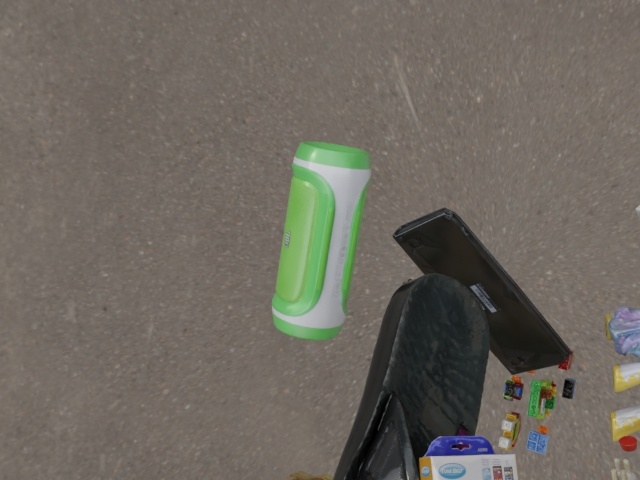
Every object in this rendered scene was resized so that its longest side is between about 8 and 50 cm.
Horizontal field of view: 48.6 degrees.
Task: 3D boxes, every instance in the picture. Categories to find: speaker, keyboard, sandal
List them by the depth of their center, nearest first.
[{"bbox_3d":[0.101,0.230,0.683,0.168,0.107,0.445,26,61,-26],"label":"sandal"},{"bbox_3d":[0.230,0.093,1.113,0.317,0.033,0.202,49,139,-12],"label":"keyboard"},{"bbox_3d":[0.000,0.000,1.114,0.131,0.131,0.296,12,103,14],"label":"speaker"}]

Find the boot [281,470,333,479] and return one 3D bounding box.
[{"bbox_3d":[-0.112,0.545,1.394,0.270,0.236,0.089,-12,83,-29],"label":"boot"}]

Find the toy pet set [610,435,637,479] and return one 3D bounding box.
[{"bbox_3d":[0.294,0.218,0.565,0.122,0.114,0.065,-7,107,40],"label":"toy pet set"}]

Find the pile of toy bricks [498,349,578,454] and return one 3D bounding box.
[{"bbox_3d":[0.389,0.269,1.246,0.118,0.105,0.212,11,93,30],"label":"pile of toy bricks"}]

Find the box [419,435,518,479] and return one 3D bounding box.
[{"bbox_3d":[0.127,0.232,0.587,0.081,0.028,0.136,3,72,-17],"label":"box"}]

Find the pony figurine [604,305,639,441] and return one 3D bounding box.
[{"bbox_3d":[0.649,0.186,1.114,0.364,0.303,0.350,-4,99,17],"label":"pony figurine"}]

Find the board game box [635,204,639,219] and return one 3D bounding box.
[{"bbox_3d":[0.480,-0.014,0.926,0.103,0.026,0.154,-40,118,-9],"label":"board game box"}]
